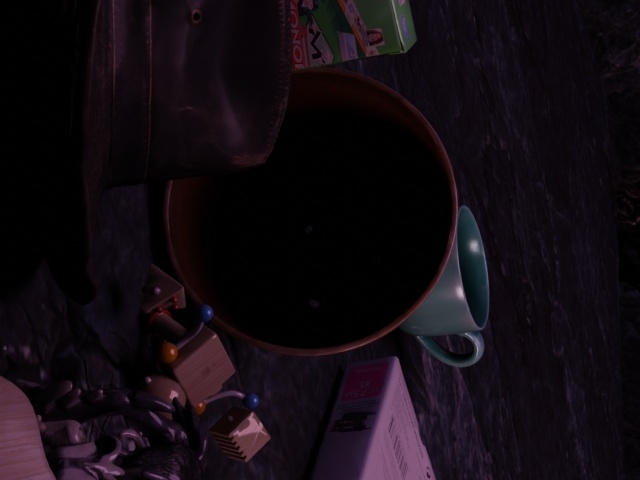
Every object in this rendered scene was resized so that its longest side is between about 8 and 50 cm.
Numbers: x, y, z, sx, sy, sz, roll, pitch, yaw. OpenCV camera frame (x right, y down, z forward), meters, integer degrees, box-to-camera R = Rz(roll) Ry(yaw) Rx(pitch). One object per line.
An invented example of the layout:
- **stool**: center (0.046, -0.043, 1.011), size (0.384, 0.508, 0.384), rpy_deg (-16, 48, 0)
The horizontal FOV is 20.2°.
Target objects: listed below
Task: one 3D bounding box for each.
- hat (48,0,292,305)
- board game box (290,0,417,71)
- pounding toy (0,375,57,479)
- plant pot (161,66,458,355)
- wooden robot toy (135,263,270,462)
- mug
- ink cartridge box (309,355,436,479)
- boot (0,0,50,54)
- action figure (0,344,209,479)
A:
- **hat**: center (-0.086, -0.123, 1.083), size (0.331, 0.134, 0.331), rpy_deg (-176, -90, -78)
- **board game box**: center (-0.070, -0.269, 1.260), size (0.046, 0.213, 0.317), rpy_deg (-49, 128, -67)
- **pounding toy**: center (-0.205, 0.117, 0.670), size (0.269, 0.155, 0.154), rpy_deg (5, 65, -32)
- **plant pot**: center (0.000, 0.000, 1.413), size (0.230, 0.215, 0.215), rpy_deg (70, 15, -78)
- **wooden robot toy**: center (-0.104, 0.101, 1.258), size (0.079, 0.076, 0.173), rpy_deg (-45, 134, -24)
- **mug**: center (0.112, 0.047, 1.854), size (0.129, 0.097, 0.158), rpy_deg (36, 48, -66)
- **ink cartridge box**: center (0.043, 0.265, 1.596), size (0.311, 0.065, 0.186), rpy_deg (-73, 149, -58)
- **boot**: center (-0.181, -0.210, 1.052), size (0.137, 0.077, 0.198), rpy_deg (163, -61, -79)
- **action figure**: center (-0.145, 0.140, 0.961), size (0.276, 0.141, 0.164), rpy_deg (35, 45, -45)
